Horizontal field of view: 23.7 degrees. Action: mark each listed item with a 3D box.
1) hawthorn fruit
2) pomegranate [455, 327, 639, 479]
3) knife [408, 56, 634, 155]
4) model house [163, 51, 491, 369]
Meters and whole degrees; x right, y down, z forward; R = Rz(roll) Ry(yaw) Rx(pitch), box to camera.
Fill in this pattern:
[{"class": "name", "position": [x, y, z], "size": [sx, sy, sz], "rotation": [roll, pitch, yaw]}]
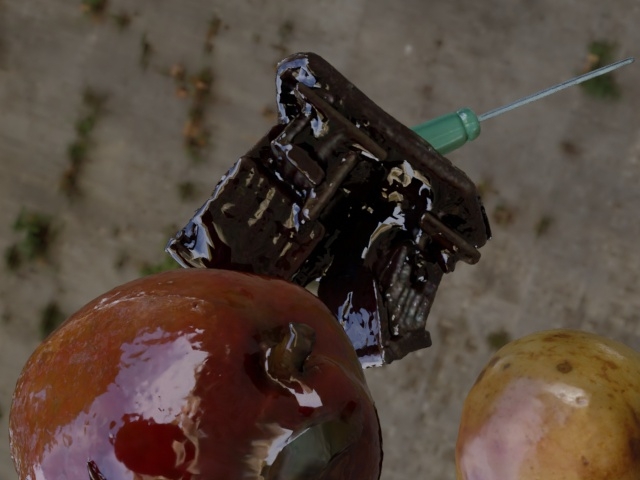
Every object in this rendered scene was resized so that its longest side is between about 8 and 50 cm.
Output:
[{"class": "hawthorn fruit", "position": [-0.056, 0.092, 0.743], "size": [0.202, 0.185, 0.185], "rotation": [-44, 12, 48]}, {"class": "pomegranate", "position": [0.229, 0.191, 1.362], "size": [0.215, 0.215, 0.215], "rotation": [18, -90, -76]}, {"class": "knife", "position": [0.134, -0.098, 1.216], "size": [0.034, 0.260, 0.063], "rotation": [69, 159, 0]}, {"class": "model house", "position": [0.009, -0.001, 1.071], "size": [0.141, 0.203, 0.164], "rotation": [-51, 5, 49]}]
